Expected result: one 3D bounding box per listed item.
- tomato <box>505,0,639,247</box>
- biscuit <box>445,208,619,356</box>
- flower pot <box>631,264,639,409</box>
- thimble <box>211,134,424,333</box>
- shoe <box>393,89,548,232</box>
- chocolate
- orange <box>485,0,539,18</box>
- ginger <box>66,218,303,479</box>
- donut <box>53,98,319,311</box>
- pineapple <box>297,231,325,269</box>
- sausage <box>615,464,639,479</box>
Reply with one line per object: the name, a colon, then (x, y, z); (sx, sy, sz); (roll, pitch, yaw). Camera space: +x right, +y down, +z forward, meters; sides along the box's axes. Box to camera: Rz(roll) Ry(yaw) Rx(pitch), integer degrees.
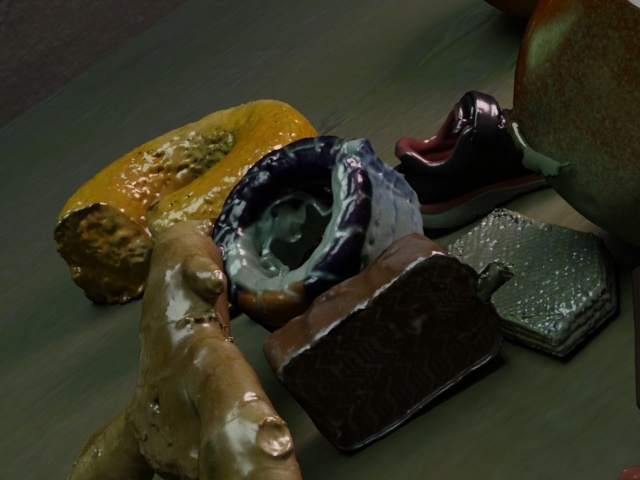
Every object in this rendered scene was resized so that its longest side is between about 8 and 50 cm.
tomato: (0.324, -0.131, 1.166); (0.239, 0.303, 0.303); (-55, 16, 24)
biscuit: (0.211, 0.039, 1.255); (0.147, 0.046, 0.250); (-38, 26, -16)
flower pot: (0.353, 0.082, 0.980); (0.179, 0.084, 0.251); (-19, 26, 24)
thimble: (0.000, 0.000, 1.350); (0.237, 0.150, 0.237); (-21, 52, 28)
shoe: (0.212, -0.123, 1.446); (0.291, 0.137, 0.114); (-24, 27, 11)
chocolate: (0.062, 0.093, 1.183); (0.214, 0.148, 0.093); (-36, 31, 0)
orange: (0.339, -0.491, 1.796); (0.322, 0.322, 0.357); (-37, 16, -14)
ginger: (-0.119, 0.144, 1.175); (0.363, 0.122, 0.348); (-1, 78, 58)
donut: (-0.169, -0.064, 1.720); (0.435, 0.163, 0.377); (-4, 35, 45)
pineapple: (-0.035, 0.040, 1.497); (0.159, 0.074, 0.074); (-30, 25, 5)
sausage: (0.322, 0.176, 0.901); (0.223, 0.029, 0.029); (-12, 31, 35)
